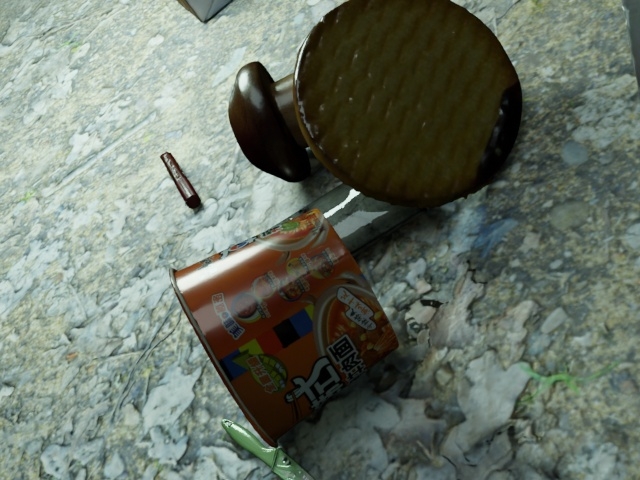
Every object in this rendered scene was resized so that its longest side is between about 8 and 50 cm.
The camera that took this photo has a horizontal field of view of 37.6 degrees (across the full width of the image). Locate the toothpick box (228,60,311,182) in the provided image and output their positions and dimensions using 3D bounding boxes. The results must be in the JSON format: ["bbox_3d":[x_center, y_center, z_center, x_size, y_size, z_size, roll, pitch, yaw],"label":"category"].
[{"bbox_3d":[0.010,-0.208,1.391,0.294,0.192,0.192,-22,44,9],"label":"toothpick box"}]

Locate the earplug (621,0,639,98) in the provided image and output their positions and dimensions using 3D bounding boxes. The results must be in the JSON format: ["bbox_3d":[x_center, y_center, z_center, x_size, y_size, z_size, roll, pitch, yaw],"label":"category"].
[{"bbox_3d":[0.519,-0.263,1.104,0.301,0.172,0.172,-10,49,20],"label":"earplug"}]

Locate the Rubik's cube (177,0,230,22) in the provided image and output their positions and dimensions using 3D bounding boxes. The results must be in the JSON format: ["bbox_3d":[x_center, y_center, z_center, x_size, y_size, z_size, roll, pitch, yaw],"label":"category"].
[{"bbox_3d":[-0.252,-0.621,1.909,0.231,0.221,0.224,-40,41,-2],"label":"Rubik's cube"}]

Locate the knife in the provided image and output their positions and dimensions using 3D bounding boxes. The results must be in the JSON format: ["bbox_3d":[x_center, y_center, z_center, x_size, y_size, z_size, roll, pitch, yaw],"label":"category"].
[{"bbox_3d":[-0.059,0.263,1.146,0.207,0.014,0.030,27,72,45],"label":"knife"}]

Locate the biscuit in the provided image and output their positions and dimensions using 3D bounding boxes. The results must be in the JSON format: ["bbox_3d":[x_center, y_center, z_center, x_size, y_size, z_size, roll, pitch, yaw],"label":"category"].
[{"bbox_3d":[0.117,-0.193,1.257,0.318,0.040,0.318,3,72,-10],"label":"biscuit"}]

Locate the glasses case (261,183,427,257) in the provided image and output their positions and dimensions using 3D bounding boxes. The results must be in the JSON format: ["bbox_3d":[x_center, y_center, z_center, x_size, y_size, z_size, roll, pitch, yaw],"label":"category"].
[{"bbox_3d":[0.000,0.000,1.299,0.299,0.060,0.114,-32,47,8],"label":"glasses case"}]

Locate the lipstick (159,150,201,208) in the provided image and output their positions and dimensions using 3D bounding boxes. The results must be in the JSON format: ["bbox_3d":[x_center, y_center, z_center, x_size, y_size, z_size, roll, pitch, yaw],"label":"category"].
[{"bbox_3d":[-0.240,-0.107,1.596,0.027,0.027,0.176,-38,40,1],"label":"lipstick"}]

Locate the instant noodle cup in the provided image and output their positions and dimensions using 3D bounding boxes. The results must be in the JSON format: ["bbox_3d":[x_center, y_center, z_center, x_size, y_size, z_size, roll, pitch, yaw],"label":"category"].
[{"bbox_3d":[-0.036,0.093,1.125,0.192,0.250,0.250,-30,41,-4],"label":"instant noodle cup"}]
